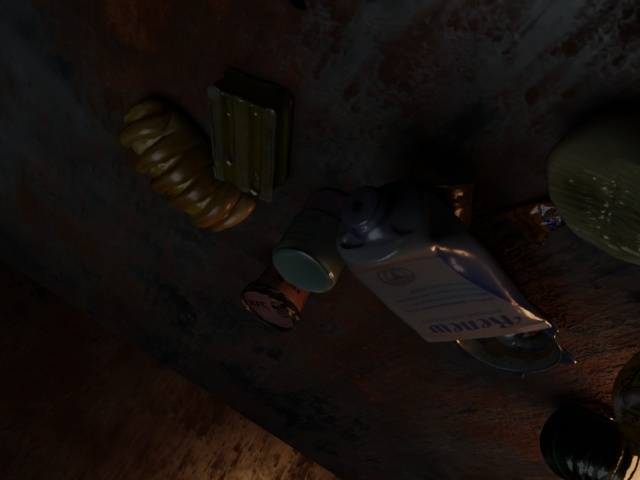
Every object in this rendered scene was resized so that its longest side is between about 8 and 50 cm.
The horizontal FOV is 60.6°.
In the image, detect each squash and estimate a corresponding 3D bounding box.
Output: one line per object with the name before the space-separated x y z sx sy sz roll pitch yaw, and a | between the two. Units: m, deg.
squash | 0.582 0.447 1.167 0.218 0.172 0.218 16 146 11

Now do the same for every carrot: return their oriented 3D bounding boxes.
carrot | 0.199 -0.011 0.932 0.114 0.114 0.301 17 141 21

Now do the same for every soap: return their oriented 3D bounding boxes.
soap | -0.125 -0.185 0.989 0.135 0.076 0.233 24 145 12

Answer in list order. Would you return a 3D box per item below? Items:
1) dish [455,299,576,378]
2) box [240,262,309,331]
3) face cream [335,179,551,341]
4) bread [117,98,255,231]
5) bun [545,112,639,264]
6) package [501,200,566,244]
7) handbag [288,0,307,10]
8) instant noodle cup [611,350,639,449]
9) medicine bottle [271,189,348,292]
dish | 0.366 0.169 1.054 0.236 0.086 0.228 -11 130 45
box | -0.093 0.123 1.317 0.151 0.135 0.151 24 145 18
face cream | 0.176 0.056 0.871 0.235 0.137 0.420 -17 137 35
bread | -0.289 -0.144 1.134 0.173 0.121 0.311 -14 125 49
bun | 0.387 -0.074 0.682 0.193 0.128 0.178 34 152 33
package | 0.344 -0.029 0.858 0.077 0.033 0.111 33 153 -20
handbag | -0.067 -0.416 0.628 0.254 0.088 0.211 40 152 -14
instant noodle cup | 0.631 0.293 0.909 0.172 0.215 0.216 38 148 -28
medicine bottle | 0.000 0.000 1.047 0.135 0.168 0.135 22 147 15
